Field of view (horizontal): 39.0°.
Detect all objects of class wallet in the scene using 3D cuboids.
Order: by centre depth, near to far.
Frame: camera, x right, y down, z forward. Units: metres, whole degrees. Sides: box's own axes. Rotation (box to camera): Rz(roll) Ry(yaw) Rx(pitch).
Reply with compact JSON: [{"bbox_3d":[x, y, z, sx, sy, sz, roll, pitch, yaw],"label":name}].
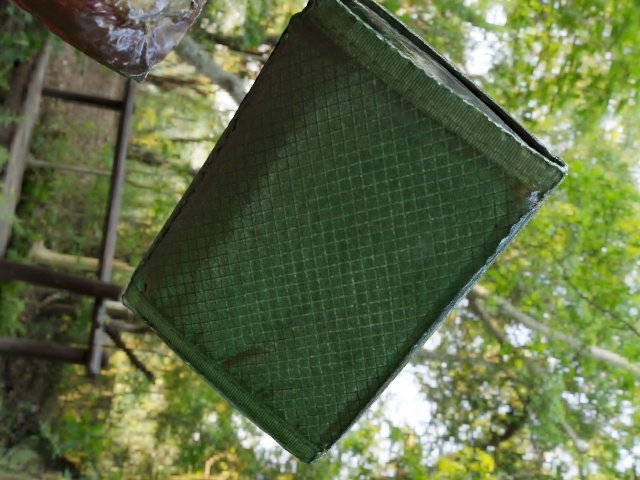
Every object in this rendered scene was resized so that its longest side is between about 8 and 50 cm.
[{"bbox_3d":[0.001,-0.001,0.499,0.236,0.160,0.055,-54,168,29],"label":"wallet"}]

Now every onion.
[{"bbox_3d":[-0.200,-0.292,0.816,0.206,0.207,0.216,-51,-134,9],"label":"onion"}]
